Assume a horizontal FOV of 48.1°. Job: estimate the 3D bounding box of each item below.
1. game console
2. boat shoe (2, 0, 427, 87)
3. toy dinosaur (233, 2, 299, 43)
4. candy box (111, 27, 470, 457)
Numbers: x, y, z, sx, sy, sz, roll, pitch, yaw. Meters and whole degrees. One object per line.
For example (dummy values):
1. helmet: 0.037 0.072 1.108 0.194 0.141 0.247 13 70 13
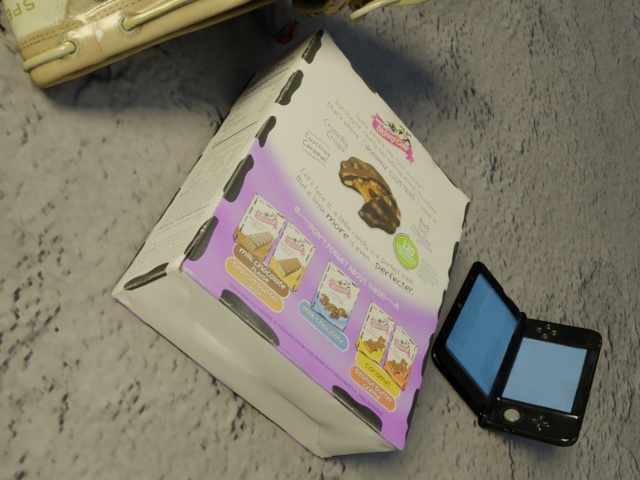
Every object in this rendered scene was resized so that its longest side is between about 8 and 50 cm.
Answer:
1. game console: 0.158 0.084 0.563 0.122 0.107 0.071 -53 141 -42
2. boat shoe: -0.030 -0.151 0.404 0.285 0.104 0.089 -15 98 -19
3. toy dinosaur: -0.034 -0.179 0.490 0.090 0.047 0.082 -65 140 -50
4. candy box: 0.000 0.000 0.430 0.165 0.070 0.196 44 48 -24
